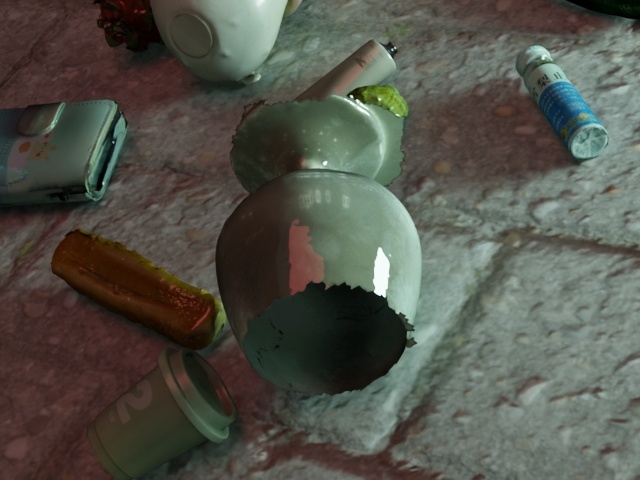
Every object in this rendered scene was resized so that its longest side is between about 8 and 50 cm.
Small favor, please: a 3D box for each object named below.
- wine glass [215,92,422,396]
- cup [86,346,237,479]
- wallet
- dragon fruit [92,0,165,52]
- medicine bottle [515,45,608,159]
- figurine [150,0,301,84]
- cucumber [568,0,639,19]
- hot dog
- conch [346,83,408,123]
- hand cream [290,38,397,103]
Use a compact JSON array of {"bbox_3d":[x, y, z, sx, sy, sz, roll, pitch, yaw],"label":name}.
[{"bbox_3d":[0.000,0.000,1.356,0.238,0.238,0.323,-15,45,11],"label":"wine glass"},{"bbox_3d":[-0.176,0.193,1.335,0.141,0.120,0.120,-34,41,10],"label":"cup"},{"bbox_3d":[-0.413,-0.123,1.786,0.250,0.075,0.176,-3,50,22],"label":"wallet"},{"bbox_3d":[-0.249,-0.389,1.930,0.236,0.137,0.135,-35,31,-12],"label":"dragon fruit"},{"bbox_3d":[0.295,-0.172,1.513,0.051,0.051,0.191,-23,43,2],"label":"medicine bottle"},{"bbox_3d":[-0.063,-0.395,1.820,0.274,0.227,0.394,-5,30,39],"label":"figurine"},{"bbox_3d":[0.352,-0.346,1.660,0.056,0.056,0.284,-43,44,-19],"label":"cucumber"},{"bbox_3d":[-0.226,0.060,1.520,0.289,0.068,0.083,24,84,36],"label":"hot dog"},{"bbox_3d":[0.073,-0.167,1.618,0.089,0.074,0.121,36,46,11],"label":"conch"},{"bbox_3d":[0.030,-0.211,1.684,0.186,0.054,0.087,-39,48,-5],"label":"hand cream"}]
